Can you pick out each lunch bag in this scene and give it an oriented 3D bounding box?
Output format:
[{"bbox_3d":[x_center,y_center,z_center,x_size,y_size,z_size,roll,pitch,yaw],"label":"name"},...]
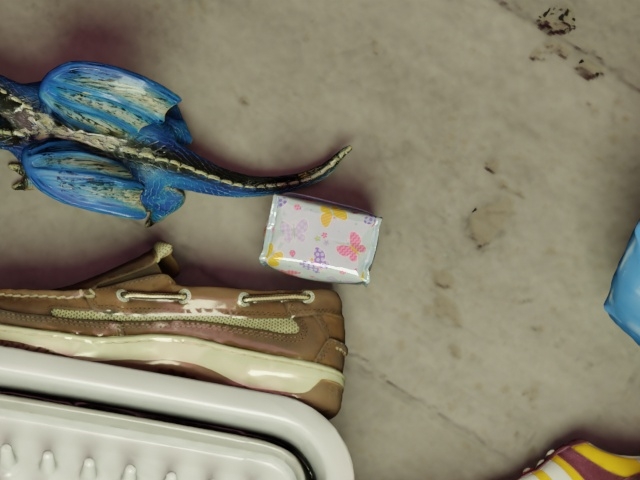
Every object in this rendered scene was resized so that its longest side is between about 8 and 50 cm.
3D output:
[{"bbox_3d":[0.000,0.000,0.962,0.071,0.083,0.053,12,84,2],"label":"lunch bag"}]

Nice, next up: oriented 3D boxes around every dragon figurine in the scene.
[{"bbox_3d":[-0.131,-0.059,0.937,0.289,0.144,0.085,15,89,2],"label":"dragon figurine"}]

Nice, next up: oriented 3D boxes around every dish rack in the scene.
[{"bbox_3d":[-0.137,0.234,0.858,0.285,0.072,0.333,10,64,-4],"label":"dish rack"}]

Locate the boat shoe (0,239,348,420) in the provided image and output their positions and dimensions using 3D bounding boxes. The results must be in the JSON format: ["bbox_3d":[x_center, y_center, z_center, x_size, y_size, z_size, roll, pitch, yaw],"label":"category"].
[{"bbox_3d":[-0.110,0.048,0.968,0.257,0.095,0.095,10,74,-4],"label":"boat shoe"}]

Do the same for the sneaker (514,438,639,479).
[{"bbox_3d":[0.141,0.168,0.968,0.185,0.069,0.084,-4,50,16],"label":"sneaker"}]

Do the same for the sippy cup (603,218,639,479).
[{"bbox_3d":[0.298,0.031,0.891,0.224,0.240,0.305,34,48,18],"label":"sippy cup"}]
